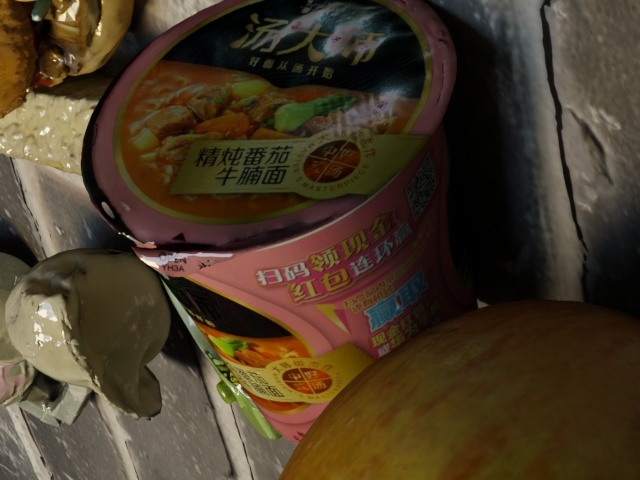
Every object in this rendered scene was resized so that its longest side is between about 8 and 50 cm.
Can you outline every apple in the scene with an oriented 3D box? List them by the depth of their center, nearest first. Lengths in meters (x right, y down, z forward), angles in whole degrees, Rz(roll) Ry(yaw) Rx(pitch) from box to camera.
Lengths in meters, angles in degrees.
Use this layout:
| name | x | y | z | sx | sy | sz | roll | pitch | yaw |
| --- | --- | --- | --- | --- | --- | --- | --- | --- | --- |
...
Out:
| name | x | y | z | sx | sy | sz | roll | pitch | yaw |
| --- | --- | --- | --- | --- | --- | --- | --- | --- | --- |
| apple | 0.137 | 0.233 | 1.126 | 0.400 | 0.333 | 0.400 | 38 | 162 | 15 |

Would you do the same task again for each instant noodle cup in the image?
| name | x | y | z | sx | sy | sz | roll | pitch | yaw |
| --- | --- | --- | --- | --- | --- | --- | --- | --- | --- |
| instant noodle cup | 0.000 | 0.000 | 1.266 | 0.244 | 0.244 | 0.255 | 30 | 154 | 40 |

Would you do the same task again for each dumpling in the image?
| name | x | y | z | sx | sy | sz | roll | pitch | yaw |
| --- | --- | --- | --- | --- | --- | --- | --- | --- | --- |
| dumpling | -0.193 | 0.085 | 1.772 | 0.172 | 0.142 | 0.247 | 58 | -176 | -8 |

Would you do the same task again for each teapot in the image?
| name | x | y | z | sx | sy | sz | roll | pitch | yaw |
| --- | --- | --- | --- | --- | --- | --- | --- | --- | --- |
| teapot | -0.336 | 0.111 | 2.010 | 0.222 | 0.163 | 0.178 | 55 | 147 | -1 |

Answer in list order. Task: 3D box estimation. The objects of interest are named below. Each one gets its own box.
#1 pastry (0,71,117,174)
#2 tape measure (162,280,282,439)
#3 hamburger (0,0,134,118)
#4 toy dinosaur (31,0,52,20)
| name | x | y | z | sx | sy | sz | roll | pitch | yaw |
| --- | --- | --- | --- | --- | --- | --- | --- | --- | --- |
| pastry | -0.172 | -0.083 | 1.544 | 0.258 | 0.121 | 0.089 | 15 | 119 | 55 |
| tape measure | -0.048 | 0.058 | 1.527 | 0.200 | 0.106 | 0.175 | 60 | 167 | -7 |
| hamburger | -0.257 | -0.216 | 1.492 | 0.244 | 0.163 | 0.244 | 49 | 162 | 21 |
| toy dinosaur | -0.187 | -0.260 | 1.328 | 0.129 | 0.076 | 0.383 | 39 | -163 | -52 |
